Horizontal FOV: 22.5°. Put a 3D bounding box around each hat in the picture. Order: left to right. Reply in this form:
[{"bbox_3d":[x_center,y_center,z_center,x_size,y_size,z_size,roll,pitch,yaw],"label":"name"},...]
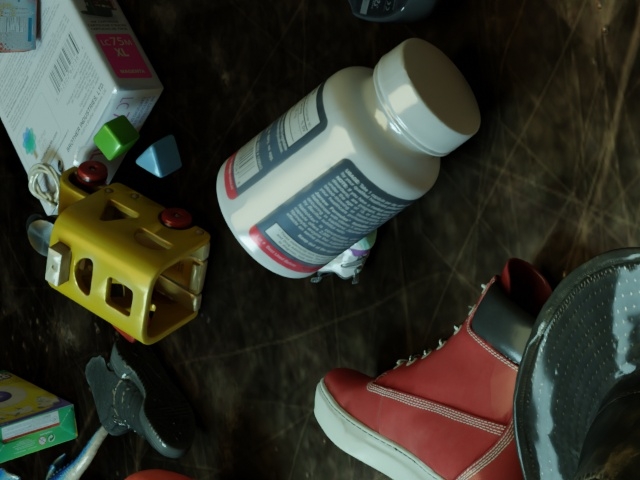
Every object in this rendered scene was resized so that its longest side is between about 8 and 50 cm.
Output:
[{"bbox_3d":[0.201,0.173,0.892,0.331,0.134,0.331,26,131,35],"label":"hat"}]

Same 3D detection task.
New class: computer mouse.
[{"bbox_3d":[0.025,-0.208,1.200,0.242,0.041,0.071,32,112,53],"label":"computer mouse"}]

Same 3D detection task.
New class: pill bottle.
[{"bbox_3d":[0.022,-0.060,1.148,0.180,0.108,0.108,-35,67,31],"label":"pill bottle"}]

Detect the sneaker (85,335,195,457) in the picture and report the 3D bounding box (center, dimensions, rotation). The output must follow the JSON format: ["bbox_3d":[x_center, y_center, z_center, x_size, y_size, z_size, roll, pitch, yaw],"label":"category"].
[{"bbox_3d":[-0.172,0.157,1.507,0.170,0.051,0.089,57,136,36],"label":"sneaker"}]

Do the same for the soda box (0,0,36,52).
[{"bbox_3d":[-0.301,-0.268,1.493,0.063,0.058,0.183,17,108,48],"label":"soda box"}]

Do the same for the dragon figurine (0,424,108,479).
[{"bbox_3d":[-0.285,0.274,1.643,0.144,0.085,0.289,40,127,41],"label":"dragon figurine"}]

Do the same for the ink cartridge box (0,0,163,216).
[{"bbox_3d":[-0.268,-0.201,1.556,0.311,0.065,0.186,59,135,24],"label":"ink cartridge box"}]

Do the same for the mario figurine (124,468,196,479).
[{"bbox_3d":[-0.125,0.354,1.373,0.198,0.170,0.320,-12,95,18],"label":"mario figurine"}]

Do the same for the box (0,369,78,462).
[{"bbox_3d":[-0.343,0.180,1.685,0.179,0.105,0.043,12,112,51],"label":"box"}]

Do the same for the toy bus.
[{"bbox_3d":[-0.197,0.007,1.428,0.202,0.104,0.191,-23,97,42],"label":"toy bus"}]

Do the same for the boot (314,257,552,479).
[{"bbox_3d":[0.090,0.087,1.140,0.244,0.088,0.176,24,98,59],"label":"boot"}]

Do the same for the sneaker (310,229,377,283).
[{"bbox_3d":[0.000,0.000,1.261,0.098,0.038,0.069,40,125,42],"label":"sneaker"}]
